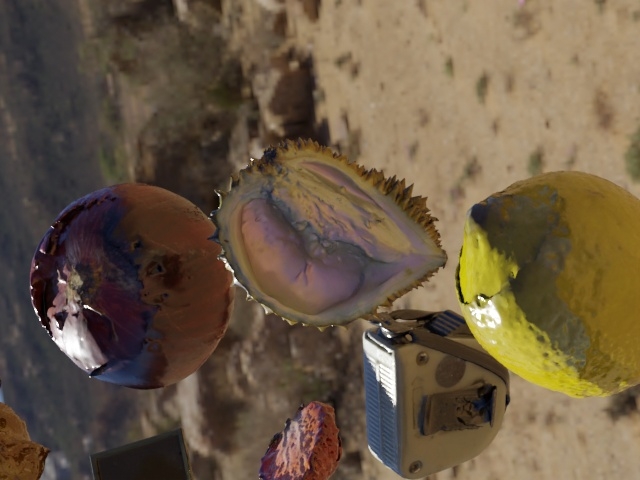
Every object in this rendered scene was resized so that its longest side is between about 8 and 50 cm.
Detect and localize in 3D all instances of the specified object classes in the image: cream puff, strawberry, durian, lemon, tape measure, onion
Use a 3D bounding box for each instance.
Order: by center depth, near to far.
[{"bbox_3d":[0.202,0.037,1.023,0.180,0.181,0.193,-110,-2,-57],"label":"lemon"},{"bbox_3d":[0.003,-0.009,1.367,0.138,0.250,0.183,-79,12,-68],"label":"durian"},{"bbox_3d":[-0.240,0.056,1.672,0.276,0.276,0.276,172,90,-82],"label":"onion"},{"bbox_3d":[-0.514,0.361,1.855,0.155,0.241,0.269,34,-137,-46],"label":"cream puff"},{"bbox_3d":[0.188,0.213,1.944,0.133,0.231,0.271,26,127,56],"label":"tape measure"},{"bbox_3d":[-0.016,0.412,2.337,0.111,0.190,0.236,40,-167,-18],"label":"strawberry"}]

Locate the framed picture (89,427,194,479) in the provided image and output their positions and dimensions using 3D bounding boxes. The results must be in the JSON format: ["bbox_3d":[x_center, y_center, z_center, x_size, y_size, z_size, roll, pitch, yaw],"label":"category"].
[{"bbox_3d":[-0.294,0.464,2.184,0.016,0.184,0.250,39,-146,-67],"label":"framed picture"}]
